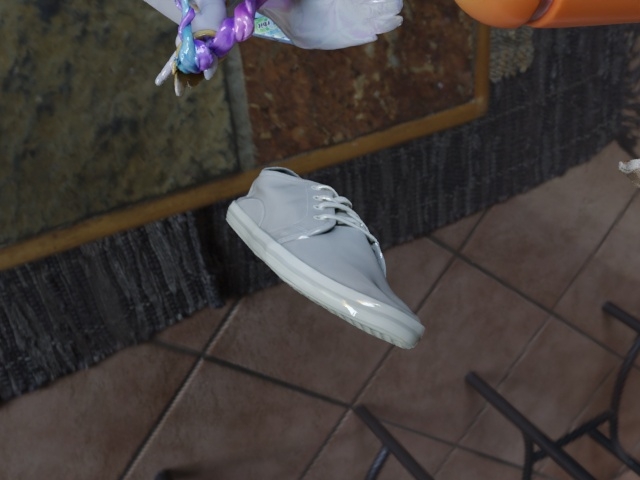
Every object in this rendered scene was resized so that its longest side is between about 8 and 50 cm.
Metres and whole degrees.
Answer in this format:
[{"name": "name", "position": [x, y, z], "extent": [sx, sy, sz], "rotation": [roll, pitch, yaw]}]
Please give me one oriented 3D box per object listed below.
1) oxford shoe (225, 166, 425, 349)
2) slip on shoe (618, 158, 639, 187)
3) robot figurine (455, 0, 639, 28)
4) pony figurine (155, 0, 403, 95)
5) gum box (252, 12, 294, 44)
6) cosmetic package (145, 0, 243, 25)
[{"name": "oxford shoe", "position": [0.000, 0.000, 0.947], "extent": [0.169, 0.449, 0.130], "rotation": [37, 92, -31]}, {"name": "slip on shoe", "position": [0.440, -0.091, 1.005], "extent": [0.051, 0.135, 0.041], "rotation": [-7, 93, 13]}, {"name": "robot figurine", "position": [0.168, -0.199, 0.457], "extent": [0.219, 0.158, 0.128], "rotation": [-5, 136, -5]}, {"name": "pony figurine", "position": [-0.090, -0.398, 1.047], "extent": [0.350, 0.364, 0.303], "rotation": [-16, 153, 19]}, {"name": "gum box", "position": [-0.064, -0.443, 1.285], "extent": [0.041, 0.156, 0.185], "rotation": [-1, 108, -67]}, {"name": "cosmetic package", "position": [-0.237, -0.416, 1.153], "extent": [0.099, 0.239, 0.060], "rotation": [-53, 175, -29]}]
